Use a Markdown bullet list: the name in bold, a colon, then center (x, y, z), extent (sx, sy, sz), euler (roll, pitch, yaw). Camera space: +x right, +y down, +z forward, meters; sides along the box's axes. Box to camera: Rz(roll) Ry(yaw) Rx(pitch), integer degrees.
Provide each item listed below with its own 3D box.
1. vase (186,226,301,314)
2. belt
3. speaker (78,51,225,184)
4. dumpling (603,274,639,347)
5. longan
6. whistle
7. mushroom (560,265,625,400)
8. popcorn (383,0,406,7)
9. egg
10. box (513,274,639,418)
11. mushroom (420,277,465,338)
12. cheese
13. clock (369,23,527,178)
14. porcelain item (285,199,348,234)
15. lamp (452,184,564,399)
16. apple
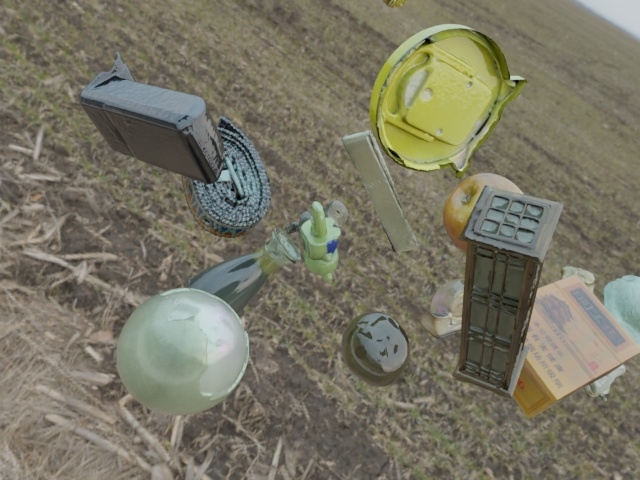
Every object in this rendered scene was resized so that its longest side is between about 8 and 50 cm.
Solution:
- **vase**: center (-0.216, 0.101, 1.727), extent (0.173, 0.321, 0.173), euler (51, 14, -18)
- **belt**: center (-0.256, -0.153, 1.573), extent (0.206, 0.160, 0.295), euler (-24, 84, -22)
- **speaker**: center (-0.364, -0.288, 1.352), extent (0.388, 0.180, 0.184), euler (21, 63, 28)
- **dumpling**: center (0.728, 0.183, 1.350), extent (0.217, 0.149, 0.105), euler (51, 9, 24)
- **longan**: center (0.150, 0.293, 1.632), extent (0.196, 0.197, 0.220), euler (26, 9, -7)
- **whistle**: center (0.000, 0.000, 1.371), extent (0.085, 0.227, 0.105), euler (-18, 48, -14)
- **mushroom**: center (0.526, 0.184, 1.188), extent (0.099, 0.096, 0.278), euler (-19, 93, -25)
- **popcorn**: center (0.193, -0.679, 1.638), extent (0.084, 0.084, 0.084), euler (22, 31, -14)
- **egg**: center (-0.295, 0.242, 1.313), extent (0.278, 0.336, 0.279), euler (10, 72, -33)
- **box**: center (0.398, 0.169, 1.014), extent (0.274, 0.076, 0.174), euler (-11, 58, -36)
- **mushroom**: center (0.419, 0.176, 1.876), extent (0.236, 0.173, 0.162), euler (-14, 33, -19)
- **cheese**: center (0.175, -0.125, 1.650), extent (0.400, 0.085, 0.034), euler (61, 27, -31)
- **clock**: center (0.224, -0.266, 1.134), extent (0.293, 0.277, 0.071), euler (25, 20, -36)
- **porcelain item**: center (-0.022, -0.057, 1.744), extent (0.069, 0.215, 0.081), euler (42, 53, -30)
- **lamp**: center (0.223, 0.079, 0.746), extent (0.089, 0.325, 0.090), euler (18, 55, 23)
- **apple**: center (0.532, -0.082, 1.919), extent (0.233, 0.286, 0.286), euler (35, 24, -29)
